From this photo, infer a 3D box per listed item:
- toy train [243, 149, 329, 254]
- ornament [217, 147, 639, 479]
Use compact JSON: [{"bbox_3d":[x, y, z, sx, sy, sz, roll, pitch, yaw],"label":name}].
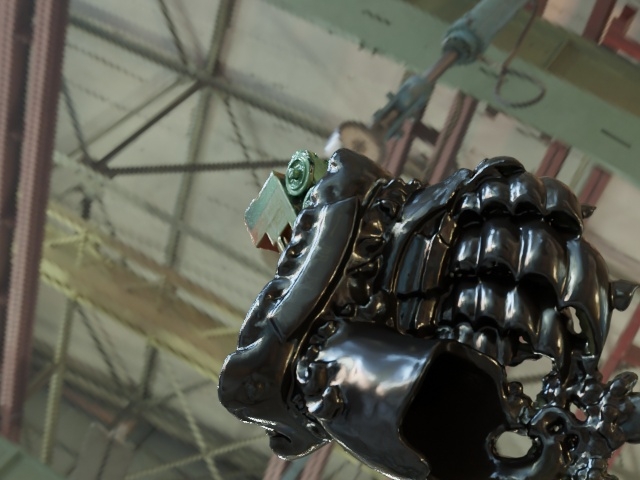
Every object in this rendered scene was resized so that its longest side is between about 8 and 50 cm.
[{"bbox_3d":[0.000,0.000,1.098,0.118,0.074,0.176,-57,-140,30],"label":"toy train"},{"bbox_3d":[0.094,0.052,0.776,0.260,0.251,0.106,3,-34,34],"label":"ornament"}]
